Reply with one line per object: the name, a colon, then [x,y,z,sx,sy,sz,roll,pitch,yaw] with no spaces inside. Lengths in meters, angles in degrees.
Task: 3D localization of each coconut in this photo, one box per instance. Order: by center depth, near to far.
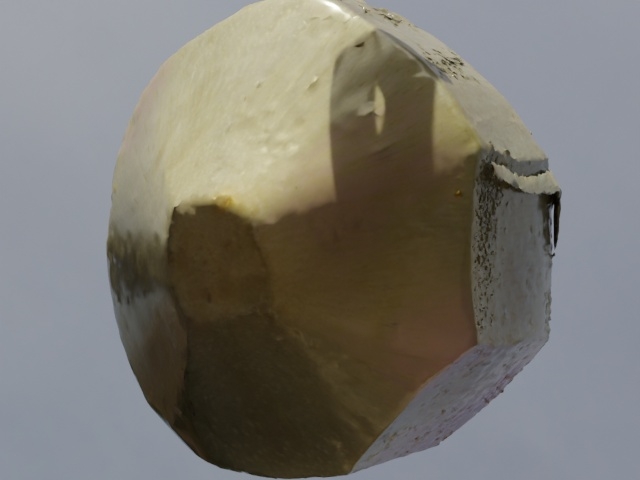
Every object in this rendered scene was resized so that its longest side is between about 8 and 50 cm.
coconut: [0.000,0.000,0.936,0.352,0.352,0.353,26,-45,30]
